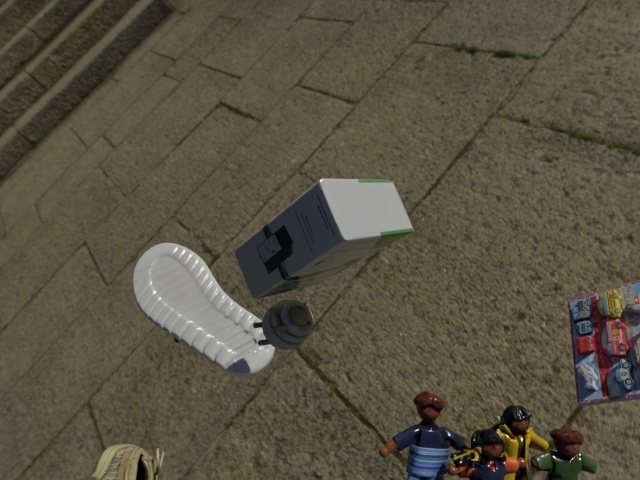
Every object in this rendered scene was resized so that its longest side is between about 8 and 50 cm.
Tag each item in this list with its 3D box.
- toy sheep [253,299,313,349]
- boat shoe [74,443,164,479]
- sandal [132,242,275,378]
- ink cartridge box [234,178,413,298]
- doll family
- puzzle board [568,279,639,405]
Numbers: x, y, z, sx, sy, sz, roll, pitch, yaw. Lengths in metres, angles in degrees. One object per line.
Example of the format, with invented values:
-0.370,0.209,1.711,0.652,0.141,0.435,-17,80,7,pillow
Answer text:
-0.061,0.145,0.781,0.132,0.091,0.091,-40,36,43,toy sheep
-0.264,0.344,0.620,0.089,0.285,0.105,-3,81,-8,boat shoe
-0.269,0.162,1.007,0.169,0.102,0.416,-40,60,-22,sandal
0.000,0.000,0.654,0.208,0.153,0.087,-34,72,42,ink cartridge box
0.148,0.195,0.402,0.076,0.193,0.111,-179,96,-67,doll family
0.309,0.103,0.478,0.096,0.011,0.128,-34,30,46,puzzle board
